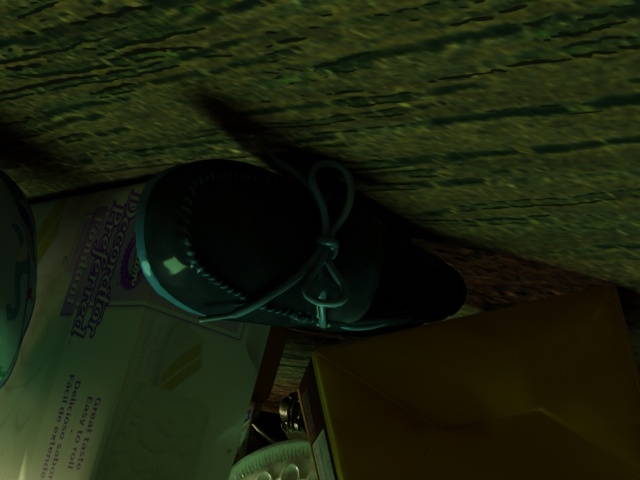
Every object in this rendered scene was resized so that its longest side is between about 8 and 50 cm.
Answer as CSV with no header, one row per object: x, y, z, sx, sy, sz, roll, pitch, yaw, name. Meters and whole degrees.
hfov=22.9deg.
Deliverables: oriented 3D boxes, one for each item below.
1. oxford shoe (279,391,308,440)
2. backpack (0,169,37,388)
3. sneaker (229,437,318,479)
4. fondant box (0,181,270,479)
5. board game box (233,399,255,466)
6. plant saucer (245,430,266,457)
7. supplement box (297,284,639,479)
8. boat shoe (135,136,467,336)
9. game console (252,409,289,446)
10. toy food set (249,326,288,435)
-0.002,0.205,1.741,0.096,0.083,0.227,19,167,-1,oxford shoe
-0.366,0.016,1.050,0.355,0.290,0.273,-1,167,35,backpack
0.002,0.296,1.396,0.236,0.130,0.323,21,132,-33,sneaker
-0.162,0.091,1.105,0.096,0.238,0.330,22,166,-29,fondant box
-0.144,0.124,1.381,0.193,0.045,0.147,40,151,19,board game box
-0.032,0.313,1.964,0.332,0.081,0.332,17,-176,-38,plant saucer
0.095,0.126,1.020,0.191,0.129,0.194,-12,169,-7,supplement box
0.000,0.000,0.896,0.089,0.109,0.258,0,176,33,boat shoe
0.090,0.288,2.002,0.361,0.044,0.213,18,-176,-40,game console
-0.126,0.121,1.488,0.232,0.105,0.111,8,165,32,toy food set
